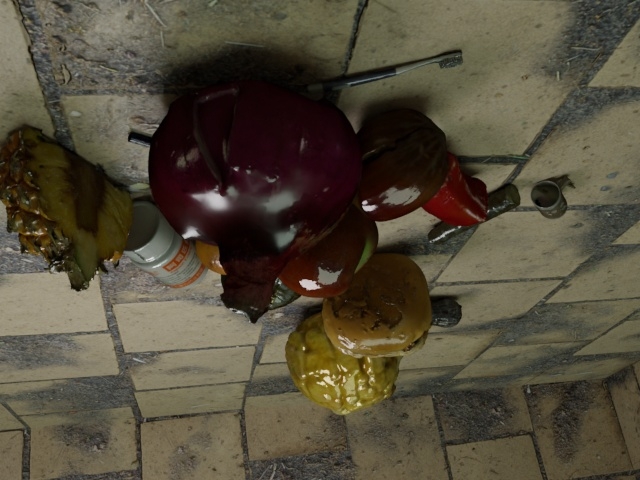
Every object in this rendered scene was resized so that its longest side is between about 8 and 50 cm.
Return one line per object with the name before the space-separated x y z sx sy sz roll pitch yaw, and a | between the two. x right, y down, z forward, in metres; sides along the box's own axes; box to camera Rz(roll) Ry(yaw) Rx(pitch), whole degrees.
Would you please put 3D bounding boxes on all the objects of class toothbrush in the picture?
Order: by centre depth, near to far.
toothbrush | 0.114 -0.299 1.297 0.287 0.026 0.024 -10 151 7

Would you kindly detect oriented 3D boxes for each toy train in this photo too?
toy train | -0.333 -0.190 1.400 0.083 0.017 0.017 13 149 -38

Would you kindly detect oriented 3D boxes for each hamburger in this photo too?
hamburger | 0.153 0.177 1.998 0.304 0.284 0.174 -6 156 5

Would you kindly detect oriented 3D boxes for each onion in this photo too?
onion | -0.106 -0.057 1.283 0.398 0.421 0.398 -9 161 -3

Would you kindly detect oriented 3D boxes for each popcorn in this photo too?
popcorn | 0.068 0.386 2.339 0.353 0.344 0.390 -2 161 -25

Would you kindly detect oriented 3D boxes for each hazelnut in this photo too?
hazelnut | 0.142 -0.151 1.392 0.181 0.212 0.181 -7 155 -21

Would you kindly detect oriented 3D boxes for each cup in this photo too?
cup | 0.577 -0.111 1.791 0.074 0.102 0.099 23 174 34

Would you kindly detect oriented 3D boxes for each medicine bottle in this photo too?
medicine bottle | -0.370 0.014 1.674 0.144 0.145 0.252 -15 153 15

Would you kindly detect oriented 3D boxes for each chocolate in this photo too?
chocolate | 0.365 0.247 2.413 0.248 0.110 0.110 2 153 -14

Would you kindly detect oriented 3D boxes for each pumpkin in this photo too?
pumpkin | -0.142 0.097 1.890 0.237 0.159 0.238 -3 151 -2

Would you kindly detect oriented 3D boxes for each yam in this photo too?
yam | 0.387 -0.060 1.839 0.061 0.061 0.274 15 147 -39

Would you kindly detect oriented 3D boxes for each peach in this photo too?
peach | 0.000 0.000 1.631 0.252 0.253 0.252 -6 155 -3

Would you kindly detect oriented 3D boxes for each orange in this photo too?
orange | -0.204 -0.001 1.673 0.177 0.155 0.177 -7 166 -2

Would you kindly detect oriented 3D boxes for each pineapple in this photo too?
pineapple | -0.536 -0.012 1.403 0.208 0.286 0.344 -17 152 18

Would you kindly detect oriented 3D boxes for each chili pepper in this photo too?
chili pepper | 0.249 -0.129 1.565 0.131 0.135 0.338 -8 160 32
